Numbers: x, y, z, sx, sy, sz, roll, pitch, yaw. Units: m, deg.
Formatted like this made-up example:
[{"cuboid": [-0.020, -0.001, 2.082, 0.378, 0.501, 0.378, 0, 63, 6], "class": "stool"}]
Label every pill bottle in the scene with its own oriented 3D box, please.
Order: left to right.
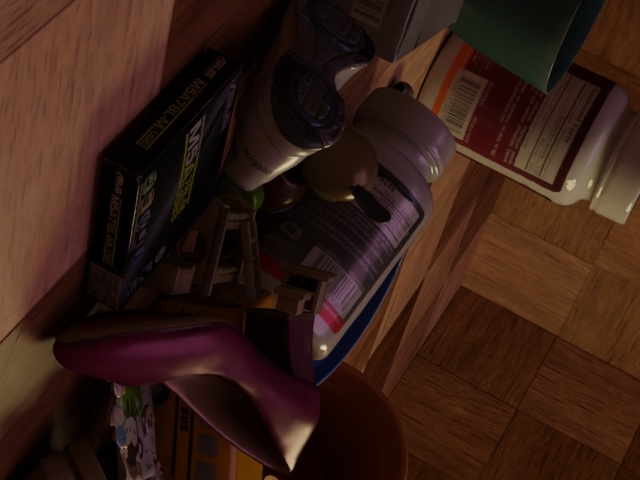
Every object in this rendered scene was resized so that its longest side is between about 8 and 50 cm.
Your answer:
[{"cuboid": [0.026, -0.027, 1.832, 0.318, 0.176, 0.176, -52, 167, -17], "class": "pill bottle"}, {"cuboid": [0.373, -0.197, 2.516, 0.224, 0.392, 0.224, -58, 169, -18], "class": "pill bottle"}]

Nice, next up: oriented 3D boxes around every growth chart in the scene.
[{"cuboid": [-0.192, 0.191, 1.588, 0.172, 0.021, 0.237, -51, 138, -77], "class": "growth chart"}]

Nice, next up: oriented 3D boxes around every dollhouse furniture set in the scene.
[{"cuboid": [-0.076, 0.013, 1.538, 0.182, 0.161, 0.101, -5, 109, -78], "class": "dollhouse furniture set"}]

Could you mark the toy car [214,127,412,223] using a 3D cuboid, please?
[{"cuboid": [0.007, -0.072, 1.673, 0.155, 0.188, 0.149, -43, 158, -59], "class": "toy car"}]

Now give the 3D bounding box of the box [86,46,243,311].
[{"cuboid": [-0.145, -0.055, 1.397, 0.184, 0.045, 0.191, -51, 165, -41], "class": "box"}]

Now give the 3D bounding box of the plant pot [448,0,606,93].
[{"cuboid": [0.261, -0.376, 1.981, 0.293, 0.235, 0.293, -58, 169, -18], "class": "plant pot"}]

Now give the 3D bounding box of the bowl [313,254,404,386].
[{"cuboid": [0.012, 0.031, 2.108, 0.391, 0.077, 0.391, -49, 155, -33], "class": "bowl"}]

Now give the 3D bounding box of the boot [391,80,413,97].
[{"cuboid": [0.101, -0.182, 2.251, 0.118, 0.042, 0.087, -62, 163, -8], "class": "boot"}]

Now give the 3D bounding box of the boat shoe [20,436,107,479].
[{"cuboid": [-0.265, 0.312, 1.596, 0.103, 0.113, 0.302, -24, 145, -15], "class": "boat shoe"}]

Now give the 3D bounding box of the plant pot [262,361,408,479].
[{"cuboid": [-0.039, 0.345, 2.340, 0.291, 0.291, 0.203, -53, -177, -41], "class": "plant pot"}]

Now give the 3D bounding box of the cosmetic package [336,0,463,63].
[{"cuboid": [0.104, -0.306, 1.782, 0.238, 0.107, 0.127, -38, 151, -57], "class": "cosmetic package"}]

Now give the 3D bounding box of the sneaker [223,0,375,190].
[{"cuboid": [-0.032, -0.162, 1.532, 0.129, 0.111, 0.297, -38, -164, 33], "class": "sneaker"}]

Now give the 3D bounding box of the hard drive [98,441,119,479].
[{"cuboid": [-0.221, 0.289, 1.863, 0.172, 0.054, 0.254, -67, 168, 22], "class": "hard drive"}]

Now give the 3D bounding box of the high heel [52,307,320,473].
[{"cuboid": [-0.121, 0.161, 1.503, 0.377, 0.127, 0.181, 3, 91, -50], "class": "high heel"}]

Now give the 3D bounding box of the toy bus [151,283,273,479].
[{"cuboid": [-0.136, 0.215, 1.720, 0.108, 0.130, 0.333, -28, 125, -63], "class": "toy bus"}]
